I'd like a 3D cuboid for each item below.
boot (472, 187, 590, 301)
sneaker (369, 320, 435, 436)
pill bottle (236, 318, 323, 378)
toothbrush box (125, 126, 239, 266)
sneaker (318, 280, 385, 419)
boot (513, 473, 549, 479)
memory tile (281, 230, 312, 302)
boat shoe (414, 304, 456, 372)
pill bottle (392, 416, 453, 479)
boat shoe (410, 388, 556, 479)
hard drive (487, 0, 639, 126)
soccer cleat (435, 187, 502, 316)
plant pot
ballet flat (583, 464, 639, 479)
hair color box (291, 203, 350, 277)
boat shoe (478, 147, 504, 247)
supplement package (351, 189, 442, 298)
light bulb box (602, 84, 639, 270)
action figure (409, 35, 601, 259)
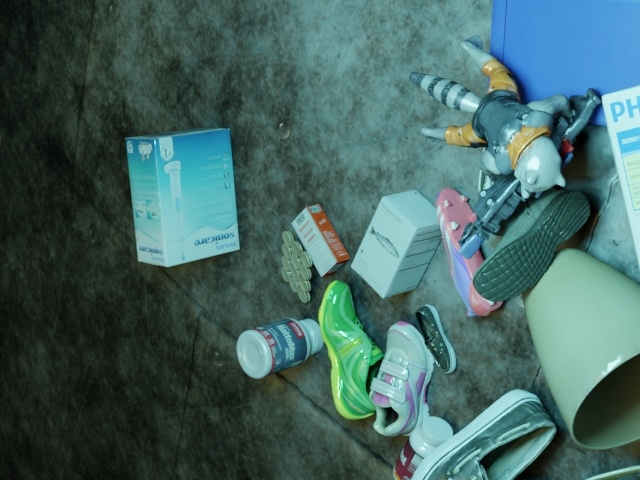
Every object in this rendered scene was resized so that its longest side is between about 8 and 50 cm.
[{"bbox_3d":[0.328,-0.002,1.754,0.083,0.246,0.161,50,172,-20],"label":"boot"},{"bbox_3d":[0.158,0.289,2.103,0.103,0.111,0.252,10,107,45],"label":"sneaker"},{"bbox_3d":[-0.084,0.230,2.298,0.108,0.180,0.108,15,111,44],"label":"pill bottle"},{"bbox_3d":[-0.317,-0.105,2.434,0.126,0.216,0.296,7,107,47],"label":"toothbrush box"},{"bbox_3d":[0.077,0.225,2.200,0.123,0.109,0.296,-11,90,25],"label":"sneaker"},{"bbox_3d":[0.359,0.557,1.976,0.338,0.118,0.223,12,113,57],"label":"boot"},{"bbox_3d":[-0.053,0.059,2.311,0.113,0.012,0.148,48,147,36],"label":"memory tile"},{"bbox_3d":[0.223,0.197,2.061,0.049,0.040,0.142,-28,79,47],"label":"boat shoe"},{"bbox_3d":[0.209,0.429,2.106,0.086,0.086,0.152,44,128,30],"label":"pill bottle"},{"bbox_3d":[0.281,0.411,1.880,0.335,0.121,0.119,-48,29,5],"label":"boat shoe"},{"bbox_3d":[0.416,-0.303,1.716,0.318,0.040,0.210,17,112,44],"label":"hard drive"},{"bbox_3d":[0.262,0.025,1.947,0.095,0.083,0.248,-31,80,51],"label":"soccer cleat"},{"bbox_3d":[0.445,0.147,1.681,0.274,0.256,0.257,61,139,41],"label":"plant pot"},{"bbox_3d":[0.556,0.445,1.666,0.482,0.164,0.182,-4,59,32],"label":"ballet flat"},{"bbox_3d":[0.000,0.000,2.247,0.072,0.043,0.141,-45,68,44],"label":"hair color box"},{"bbox_3d":[0.320,-0.098,1.859,0.070,0.077,0.220,-107,20,-78],"label":"boat shoe"},{"bbox_3d":[0.154,0.006,2.035,0.105,0.105,0.179,45,129,30],"label":"supplement package"},{"bbox_3d":[0.622,-0.073,1.419,0.357,0.225,0.361,-12,91,49],"label":"light bulb box"},{"bbox_3d":[0.268,-0.152,1.708,0.341,0.178,0.330,-57,39,10],"label":"action figure"}]
